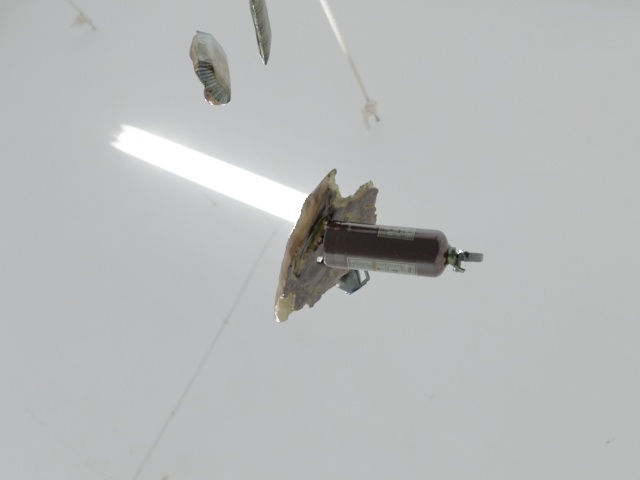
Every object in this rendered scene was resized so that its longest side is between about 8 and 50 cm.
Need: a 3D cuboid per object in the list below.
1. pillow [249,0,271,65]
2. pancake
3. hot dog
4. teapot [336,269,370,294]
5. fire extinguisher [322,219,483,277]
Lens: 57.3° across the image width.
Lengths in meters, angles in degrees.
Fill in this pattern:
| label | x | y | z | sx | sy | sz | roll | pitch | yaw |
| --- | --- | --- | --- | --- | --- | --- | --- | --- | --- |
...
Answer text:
| label | x | y | z | sx | sy | sz | roll | pitch | yaw |
| --- | --- | --- | --- | --- | --- | --- | --- | --- | --- |
| pillow | -0.149 | -0.544 | 1.447 | 0.038 | 0.203 | 0.113 | -2 | -118 | 3 |
| pancake | 0.000 | 0.000 | 0.948 | 0.056 | 0.212 | 0.257 | 32 | -112 | 30 |
| hot dog | -0.318 | -0.498 | 1.684 | 0.081 | 0.163 | 0.271 | -23 | -134 | 12 |
| teapot | 0.075 | 0.089 | 1.359 | 0.088 | 0.066 | 0.057 | -35 | -86 | 15 |
| fire extinguisher | 0.124 | 0.014 | 0.864 | 0.230 | 0.099 | 0.071 | 5 | -88 | 11 |
